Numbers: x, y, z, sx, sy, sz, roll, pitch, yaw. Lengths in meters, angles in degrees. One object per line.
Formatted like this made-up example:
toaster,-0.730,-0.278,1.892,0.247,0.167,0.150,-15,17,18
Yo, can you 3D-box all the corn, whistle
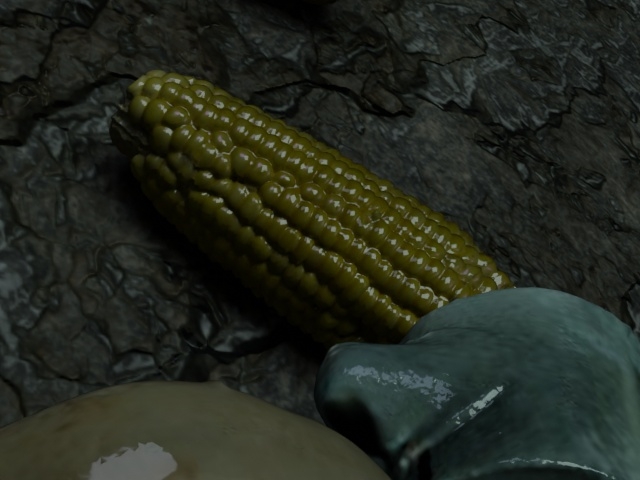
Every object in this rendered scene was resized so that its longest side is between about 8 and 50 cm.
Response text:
corn,0.000,0.000,0.893,0.347,0.130,0.130,34,35,3
whistle,0.156,0.207,0.791,0.404,0.188,0.168,61,20,-27

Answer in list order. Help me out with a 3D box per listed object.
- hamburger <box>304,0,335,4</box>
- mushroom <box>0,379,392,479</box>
hamburger,0.022,-0.402,1.203,0.174,0.304,0.284,22,38,-24
mushroom,-0.097,0.185,0.537,0.293,0.292,0.290,21,6,-22
